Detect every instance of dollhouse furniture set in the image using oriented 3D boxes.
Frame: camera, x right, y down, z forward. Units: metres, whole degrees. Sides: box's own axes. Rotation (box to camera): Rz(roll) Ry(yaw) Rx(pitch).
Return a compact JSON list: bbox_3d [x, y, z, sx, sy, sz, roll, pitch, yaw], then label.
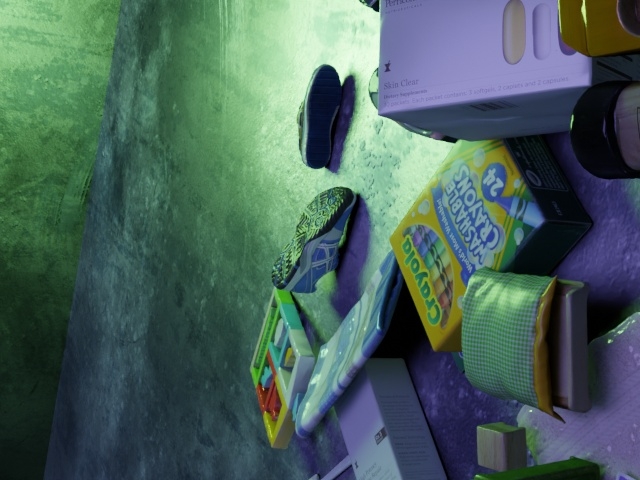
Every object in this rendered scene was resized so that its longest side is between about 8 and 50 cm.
[{"bbox_3d":[0.193,0.188,1.176,0.197,0.151,0.302,3,96,58],"label":"dollhouse furniture set"}]

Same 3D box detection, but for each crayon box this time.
[{"bbox_3d":[0.202,0.007,1.382,0.323,0.083,0.203,-59,39,41],"label":"crayon box"}]

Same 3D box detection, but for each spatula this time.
[{"bbox_3d":[0.026,0.454,1.716,0.242,0.019,0.168,-50,40,46],"label":"spatula"}]

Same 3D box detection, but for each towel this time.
[{"bbox_3d":[0.046,0.158,1.592,0.285,0.034,0.209,-57,7,39],"label":"towel"},{"bbox_3d":[0.332,0.215,1.158,0.282,0.049,0.187,-56,40,43],"label":"towel"}]

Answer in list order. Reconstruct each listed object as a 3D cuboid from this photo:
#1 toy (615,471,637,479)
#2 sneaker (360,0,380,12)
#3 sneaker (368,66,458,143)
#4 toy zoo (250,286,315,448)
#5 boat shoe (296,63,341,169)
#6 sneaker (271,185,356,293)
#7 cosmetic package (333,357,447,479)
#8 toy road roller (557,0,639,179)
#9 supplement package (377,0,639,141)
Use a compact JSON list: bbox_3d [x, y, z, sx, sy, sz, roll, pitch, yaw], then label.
[{"bbox_3d":[0.367,0.348,1.030,0.237,0.056,0.137,28,112,48],"label":"toy"},{"bbox_3d":[0.137,-0.425,1.530,0.282,0.099,0.153,174,104,-68],"label":"sneaker"},{"bbox_3d":[0.131,-0.213,1.486,0.319,0.131,0.112,28,112,59],"label":"sneaker"},{"bbox_3d":[-0.068,0.232,1.833,0.293,0.030,0.192,-114,38,-60],"label":"toy zoo"},{"bbox_3d":[-0.013,-0.221,1.813,0.066,0.066,0.183,32,114,59],"label":"boat shoe"},{"bbox_3d":[0.000,0.000,1.761,0.211,0.081,0.080,-55,37,16],"label":"sneaker"},{"bbox_3d":[0.100,0.300,1.529,0.117,0.085,0.231,-58,41,40],"label":"cosmetic package"},{"bbox_3d":[0.363,-0.204,0.922,0.202,0.240,0.330,2,102,60],"label":"toy road roller"},{"bbox_3d":[0.226,-0.207,1.158,0.261,0.204,0.145,-3,83,39],"label":"supplement package"}]
